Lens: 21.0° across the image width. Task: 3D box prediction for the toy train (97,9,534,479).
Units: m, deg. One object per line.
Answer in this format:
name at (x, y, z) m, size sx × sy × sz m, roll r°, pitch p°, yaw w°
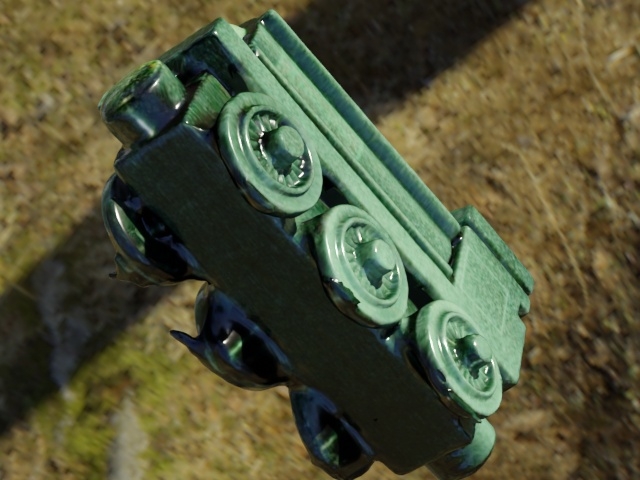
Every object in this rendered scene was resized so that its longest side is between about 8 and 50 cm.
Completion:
toy train at (0.000, 0.000, 0.549) m, size 0.071 × 0.170 × 0.111 m, roll -30°, pitch 24°, yaw 28°
